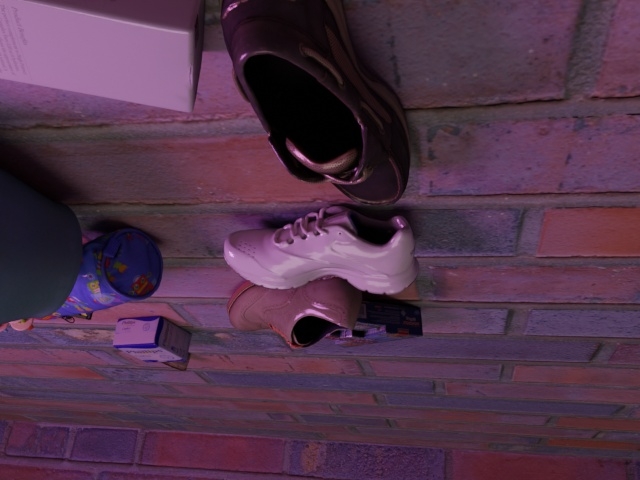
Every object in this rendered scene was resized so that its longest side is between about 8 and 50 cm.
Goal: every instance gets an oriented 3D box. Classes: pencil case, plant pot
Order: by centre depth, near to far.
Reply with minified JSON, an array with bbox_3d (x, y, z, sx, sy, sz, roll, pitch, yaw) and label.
[{"bbox_3d":[-0.490,0.009,0.864,0.271,0.272,0.255,-14,162,34],"label":"plant pot"},{"bbox_3d":[-0.417,0.064,1.093,0.306,0.120,0.133,-14,139,34],"label":"pencil case"}]

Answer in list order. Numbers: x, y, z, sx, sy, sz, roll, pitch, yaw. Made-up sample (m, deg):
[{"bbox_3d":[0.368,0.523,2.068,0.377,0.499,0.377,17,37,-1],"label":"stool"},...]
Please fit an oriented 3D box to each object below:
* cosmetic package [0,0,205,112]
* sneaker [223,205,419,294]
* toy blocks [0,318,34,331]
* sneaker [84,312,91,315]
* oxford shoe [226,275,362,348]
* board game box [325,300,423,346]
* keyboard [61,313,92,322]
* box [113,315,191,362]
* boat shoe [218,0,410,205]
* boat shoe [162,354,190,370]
[{"bbox_3d":[-0.224,-0.200,0.566,0.230,0.086,0.117,8,154,-9],"label":"cosmetic package"},{"bbox_3d":[0.000,0.000,0.928,0.296,0.111,0.129,0,138,3],"label":"sneaker"},{"bbox_3d":[-0.742,0.191,1.485,0.123,0.054,0.148,9,153,-4],"label":"toy blocks"},{"bbox_3d":[-0.432,0.095,1.242,0.144,0.059,0.053,-27,109,24],"label":"sneaker"},{"bbox_3d":[-0.066,0.136,1.150,0.122,0.130,0.348,25,148,-34],"label":"oxford shoe"},{"bbox_3d":[0.067,0.172,1.248,0.194,0.060,0.194,11,158,-35],"label":"board game box"},{"bbox_3d":[-0.597,0.129,1.372,0.191,0.038,0.100,16,129,-17],"label":"keyboard"},{"bbox_3d":[-0.402,0.240,1.494,0.126,0.072,0.137,-7,150,23],"label":"box"},{"bbox_3d":[-0.001,-0.116,0.632,0.132,0.130,0.355,-8,151,25],"label":"boat shoe"},{"bbox_3d":[-0.417,0.302,1.665,0.153,0.048,0.056,33,156,-31],"label":"boat shoe"}]
